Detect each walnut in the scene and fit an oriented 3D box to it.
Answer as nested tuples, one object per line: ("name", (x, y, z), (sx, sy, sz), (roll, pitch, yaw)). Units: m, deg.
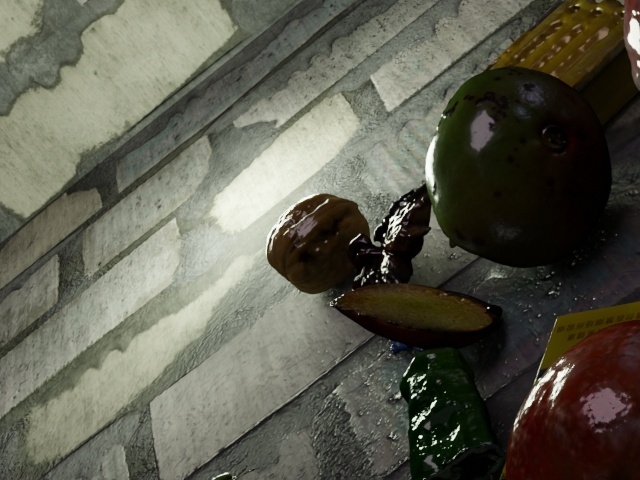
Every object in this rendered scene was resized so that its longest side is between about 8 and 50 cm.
("walnut", (0.000, 0.000, 2.364), (0.184, 0.155, 0.155), (-45, 25, -7))

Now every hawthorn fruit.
("hawthorn fruit", (0.337, 0.218, 1.424), (0.284, 0.284, 0.284), (-32, 26, 18))

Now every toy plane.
("toy plane", (0.135, 0.152, 2.047), (0.062, 0.054, 0.167), (-66, 24, 5))

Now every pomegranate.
("pomegranate", (0.259, -0.105, 2.020), (0.291, 0.291, 0.323), (-52, 27, -23))

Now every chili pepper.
("chili pepper", (0.162, 0.230, 1.811), (0.270, 0.099, 0.136), (-93, 27, -60))

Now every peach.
("peach", (0.132, 0.117, 1.938), (0.189, 0.279, 0.068), (30, 115, 60))

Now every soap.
("soap", (0.391, -0.269, 2.256), (0.281, 0.143, 0.259), (-44, 29, -6))

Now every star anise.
("star anise", (0.101, 0.010, 2.169), (0.272, 0.102, 0.272), (-157, 90, -82))

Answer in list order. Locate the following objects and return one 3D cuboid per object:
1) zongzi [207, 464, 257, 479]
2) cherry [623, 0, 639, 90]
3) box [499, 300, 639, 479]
("zongzi", (-0.145, 0.409, 2.037), (0.154, 0.062, 0.130), (-23, 47, 1))
("cherry", (0.587, -0.357, 1.956), (0.326, 0.335, 0.291), (-2, 11, -24))
("box", (0.329, 0.193, 1.712), (0.153, 0.041, 0.279), (-15, 35, 41))
